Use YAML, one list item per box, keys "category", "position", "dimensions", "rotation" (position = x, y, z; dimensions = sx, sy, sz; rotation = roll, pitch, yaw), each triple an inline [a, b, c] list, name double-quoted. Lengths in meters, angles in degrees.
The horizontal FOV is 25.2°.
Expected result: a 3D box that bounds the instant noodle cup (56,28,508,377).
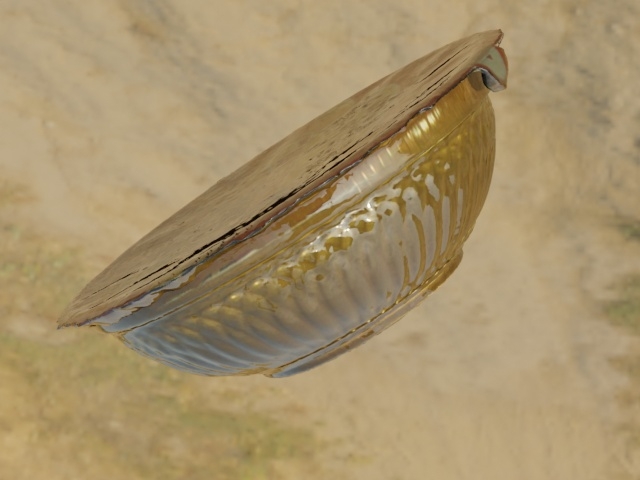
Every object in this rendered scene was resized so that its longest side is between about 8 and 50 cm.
- category: "instant noodle cup"
  position: [0.000, 0.000, 0.736]
  dimensions: [0.274, 0.274, 0.090]
  rotation: [-24, 103, 45]
